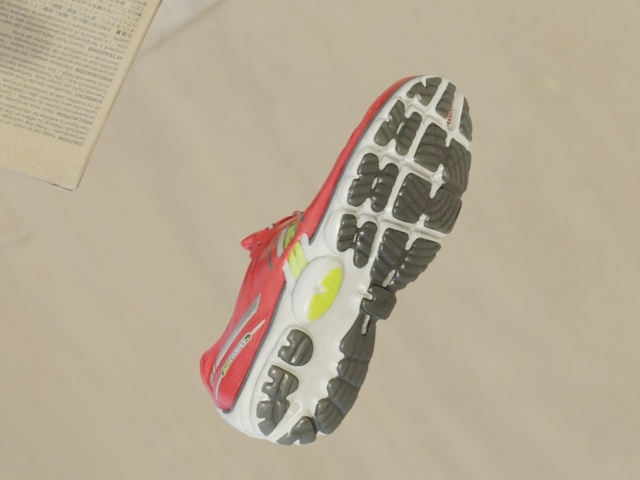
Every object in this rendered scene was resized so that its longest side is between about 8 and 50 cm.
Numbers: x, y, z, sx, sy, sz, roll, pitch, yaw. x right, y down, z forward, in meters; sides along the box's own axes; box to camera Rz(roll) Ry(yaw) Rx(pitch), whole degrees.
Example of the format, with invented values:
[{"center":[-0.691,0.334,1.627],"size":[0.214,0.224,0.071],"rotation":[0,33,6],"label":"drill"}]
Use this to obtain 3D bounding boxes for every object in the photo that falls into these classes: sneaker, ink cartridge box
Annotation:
[{"center":[0.000,0.000,1.264],"size":[0.118,0.279,0.107],"rotation":[25,172,48],"label":"sneaker"},{"center":[-0.261,-0.163,1.395],"size":[0.193,0.235,0.088],"rotation":[-60,26,29],"label":"ink cartridge box"}]
